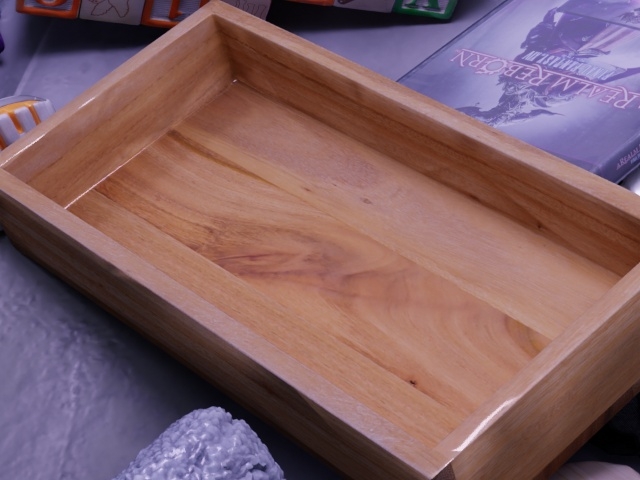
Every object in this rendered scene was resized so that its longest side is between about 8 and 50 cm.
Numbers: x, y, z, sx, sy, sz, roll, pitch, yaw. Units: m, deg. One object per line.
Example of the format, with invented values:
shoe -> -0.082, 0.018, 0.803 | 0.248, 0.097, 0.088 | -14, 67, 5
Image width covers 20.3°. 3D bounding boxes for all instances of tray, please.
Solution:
tray -> 0.000, 0.000, 1.027 | 0.203, 0.076, 0.411 | -39, 44, -22

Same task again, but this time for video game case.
video game case -> 0.181, -0.123, 1.138 | 0.274, 0.026, 0.196 | -37, 36, -27

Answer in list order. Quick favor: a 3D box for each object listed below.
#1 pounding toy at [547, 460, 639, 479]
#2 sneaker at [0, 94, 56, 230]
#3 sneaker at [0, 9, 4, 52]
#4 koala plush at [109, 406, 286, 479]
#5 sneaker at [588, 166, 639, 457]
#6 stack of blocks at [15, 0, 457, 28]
pounding toy -> 0.146, 0.225, 0.916 | 0.269, 0.155, 0.154 | 26, 31, 11
sneaker -> -0.259, -0.032, 1.130 | 0.215, 0.084, 0.083 | -36, 46, -24
sneaker -> -0.248, -0.178, 1.251 | 0.098, 0.083, 0.223 | 30, 61, -3
koala plush -> -0.109, 0.224, 0.849 | 0.221, 0.196, 0.203 | -24, 80, -30
sneaker -> 0.156, 0.031, 1.049 | 0.121, 0.079, 0.217 | -24, 56, -13
stack of blocks -> -0.046, -0.223, 1.192 | 0.297, 0.171, 0.087 | 5, 53, -13
